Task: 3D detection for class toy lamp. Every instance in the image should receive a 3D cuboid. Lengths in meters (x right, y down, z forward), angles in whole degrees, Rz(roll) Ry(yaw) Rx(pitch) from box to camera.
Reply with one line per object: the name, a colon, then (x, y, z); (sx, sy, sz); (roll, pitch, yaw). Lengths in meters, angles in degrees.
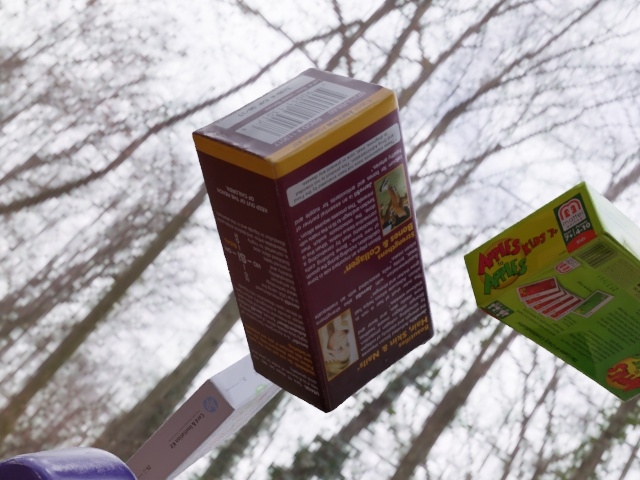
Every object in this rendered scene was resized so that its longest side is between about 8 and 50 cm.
toy lamp: (-0.096, 0.167, 0.657); (0.080, 0.080, 0.275); (19, -12, 27)

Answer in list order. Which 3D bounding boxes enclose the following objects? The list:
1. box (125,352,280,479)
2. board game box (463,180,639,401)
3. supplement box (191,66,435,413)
box: (-0.086, 0.149, 1.062); (0.038, 0.186, 0.145); (48, -64, 9)
board game box: (0.185, 0.038, 0.765); (0.092, 0.043, 0.181); (-34, -45, 27)
supplement box: (0.000, 0.000, 0.754); (0.081, 0.104, 0.188); (24, -44, 43)
